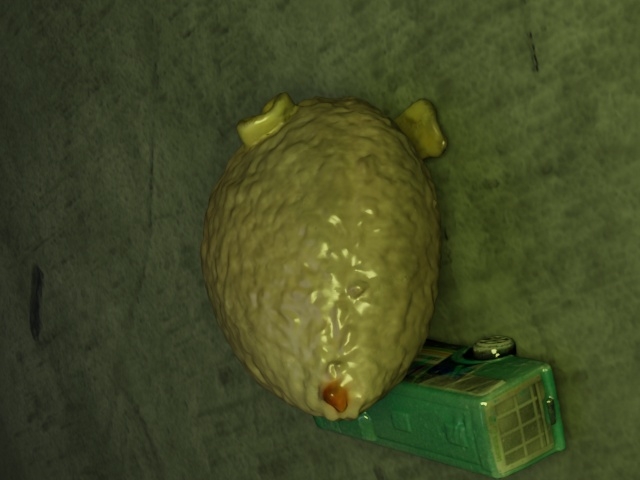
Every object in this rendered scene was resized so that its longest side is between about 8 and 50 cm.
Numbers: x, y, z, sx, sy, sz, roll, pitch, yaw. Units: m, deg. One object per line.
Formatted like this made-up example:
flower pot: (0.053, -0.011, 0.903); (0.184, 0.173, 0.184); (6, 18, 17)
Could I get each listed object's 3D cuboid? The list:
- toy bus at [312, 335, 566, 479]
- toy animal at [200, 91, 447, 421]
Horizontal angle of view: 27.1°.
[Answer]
toy bus: (0.089, 0.129, 1.119); (0.262, 0.109, 0.091); (3, 109, 54)
toy animal: (0.001, 0.003, 1.076); (0.358, 0.188, 0.226); (-108, 30, -56)
